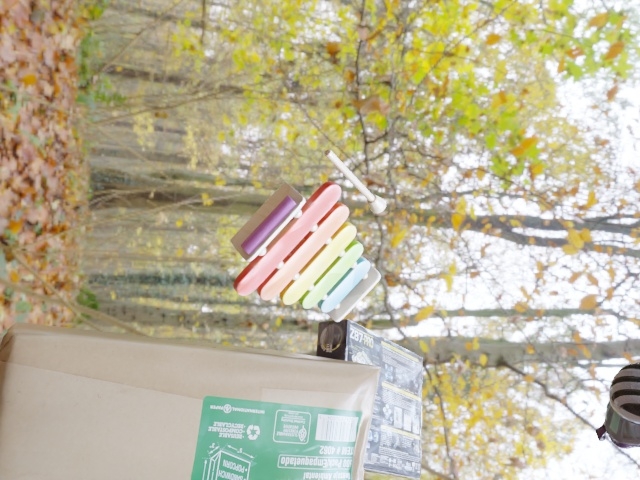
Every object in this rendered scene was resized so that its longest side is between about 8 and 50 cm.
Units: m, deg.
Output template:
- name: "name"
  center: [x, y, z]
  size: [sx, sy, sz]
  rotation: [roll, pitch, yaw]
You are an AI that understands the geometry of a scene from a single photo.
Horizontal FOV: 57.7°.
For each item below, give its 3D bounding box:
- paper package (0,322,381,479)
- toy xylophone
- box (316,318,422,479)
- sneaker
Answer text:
- name: "paper package"
  center: [-0.154, 0.182, 0.577]
  size: [0.309, 0.325, 0.168]
  rotation: [-14, -113, 63]
- name: "toy xylophone"
  center: [0.000, 0.000, 0.897]
  size: [0.236, 0.323, 0.081]
  rotation: [-52, -125, 7]
- name: "box"
  center: [0.127, 0.396, 1.412]
  size: [0.097, 0.395, 0.318]
  rotation: [-10, -117, 34]
- name: "sneaker"
  center: [0.375, 0.173, 0.525]
  size: [0.098, 0.224, 0.083]
  rotation: [84, 24, -44]
